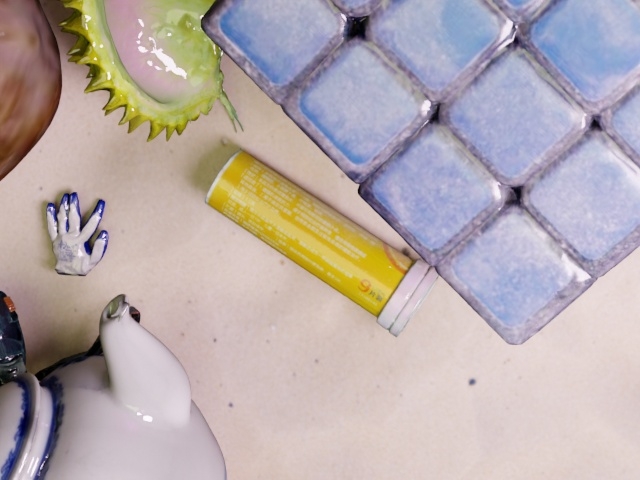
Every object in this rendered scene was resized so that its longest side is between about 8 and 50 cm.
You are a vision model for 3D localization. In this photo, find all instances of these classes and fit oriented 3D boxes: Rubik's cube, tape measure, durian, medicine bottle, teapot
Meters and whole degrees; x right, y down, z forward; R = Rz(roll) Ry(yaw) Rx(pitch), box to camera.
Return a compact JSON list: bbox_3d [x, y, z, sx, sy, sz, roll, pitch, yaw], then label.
[{"bbox_3d":[0.173,-0.189,1.252,0.337,0.344,0.344,46,116,-2],"label":"Rubik's cube"},{"bbox_3d":[-0.274,0.082,1.652,0.180,0.104,0.107,-20,78,-11],"label":"tape measure"},{"bbox_3d":[-0.139,-0.253,1.430,0.169,0.157,0.355,5,111,-3],"label":"durian"},{"bbox_3d":[0.000,0.000,1.519,0.218,0.074,0.074,33,115,5],"label":"medicine bottle"},{"bbox_3d":[-0.242,0.222,1.555,0.280,0.252,0.424,24,117,-24],"label":"teapot"}]

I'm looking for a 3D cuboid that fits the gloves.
[{"bbox_3d":[-0.234,-0.006,1.613,0.064,0.026,0.086,1,104,15],"label":"gloves"}]

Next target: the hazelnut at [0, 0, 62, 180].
[{"bbox_3d":[-0.408,-0.167,1.441,0.372,0.372,0.315,0,85,17],"label":"hazelnut"}]
